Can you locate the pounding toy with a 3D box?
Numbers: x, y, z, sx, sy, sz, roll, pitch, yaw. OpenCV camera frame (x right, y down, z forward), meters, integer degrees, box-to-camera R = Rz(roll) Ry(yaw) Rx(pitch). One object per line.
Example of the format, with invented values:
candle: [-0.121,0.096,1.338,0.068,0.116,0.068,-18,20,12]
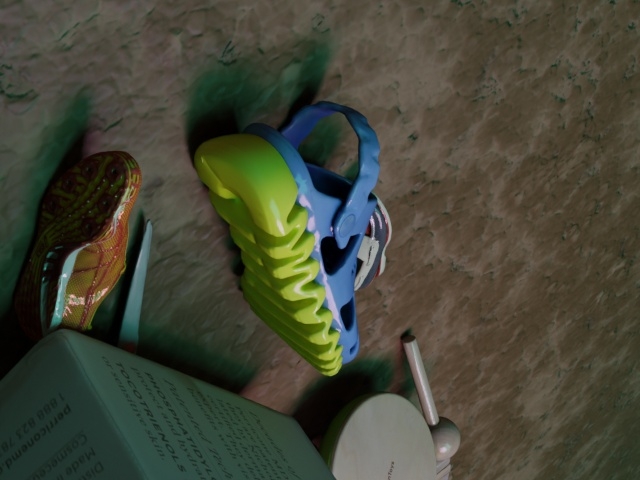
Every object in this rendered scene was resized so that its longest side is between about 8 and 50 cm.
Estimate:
pounding toy: [0.046,0.244,1.390,0.237,0.110,0.183,-49,121,-39]

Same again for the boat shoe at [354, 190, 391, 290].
boat shoe: [0.036,0.001,1.161,0.043,0.049,0.137,-32,151,-21]

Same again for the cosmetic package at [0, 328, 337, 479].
cosmetic package: [-0.140,0.331,0.993,0.329,0.327,0.394,-42,150,7]

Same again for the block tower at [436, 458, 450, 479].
block tower: [0.096,0.357,1.591,0.091,0.097,0.335,-33,145,-25]

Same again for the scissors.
scissors: [-0.174,0.108,1.038,0.109,0.021,0.297,-28,146,-27]

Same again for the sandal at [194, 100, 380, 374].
sandal: [0.000,0.000,1.046,0.138,0.126,0.317,-41,150,-20]

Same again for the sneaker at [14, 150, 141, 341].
sneaker: [-0.169,0.001,0.894,0.067,0.064,0.175,-14,146,-48]
